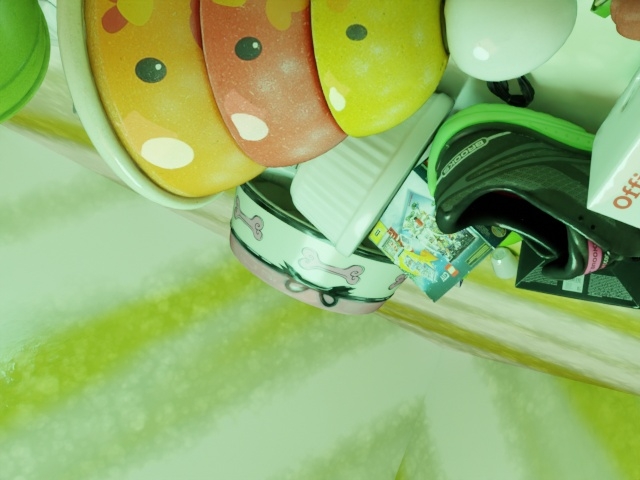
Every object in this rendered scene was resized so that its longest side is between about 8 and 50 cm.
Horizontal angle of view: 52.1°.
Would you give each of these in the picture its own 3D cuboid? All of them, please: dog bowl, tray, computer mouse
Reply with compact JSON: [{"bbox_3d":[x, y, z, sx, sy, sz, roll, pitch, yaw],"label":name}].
[{"bbox_3d":[0.000,0.000,1.320,0.407,0.150,0.408,23,-163,-7],"label":"dog bowl"},{"bbox_3d":[-0.589,-0.437,1.325,0.270,0.030,0.145,16,166,30],"label":"tray"},{"bbox_3d":[0.264,-0.169,0.894,0.071,0.041,0.242,8,157,24],"label":"computer mouse"}]

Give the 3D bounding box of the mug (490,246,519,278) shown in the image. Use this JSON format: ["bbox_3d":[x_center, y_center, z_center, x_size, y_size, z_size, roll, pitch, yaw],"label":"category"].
[{"bbox_3d":[0.416,0.046,1.517,0.078,0.062,0.064,6,153,37],"label":"mug"}]

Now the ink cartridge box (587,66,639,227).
[{"bbox_3d":[0.423,-0.079,0.604,0.278,0.117,0.201,22,143,7],"label":"ink cartridge box"}]

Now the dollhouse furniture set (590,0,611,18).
[{"bbox_3d":[0.197,-0.249,0.538,0.151,0.076,0.058,24,168,-10],"label":"dollhouse furniture set"}]

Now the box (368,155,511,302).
[{"bbox_3d":[0.173,-0.009,1.011,0.159,0.044,0.233,45,155,9],"label":"box"}]

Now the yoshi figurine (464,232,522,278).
[{"bbox_3d":[0.273,-0.032,1.117,0.202,0.204,0.362,-6,165,9],"label":"yoshi figurine"}]

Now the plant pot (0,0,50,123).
[{"bbox_3d":[-0.575,-0.377,0.895,0.366,0.367,0.353,25,156,-10],"label":"plant pot"}]

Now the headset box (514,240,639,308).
[{"bbox_3d":[0.509,0.056,1.101,0.293,0.110,0.218,10,179,-36],"label":"headset box"}]

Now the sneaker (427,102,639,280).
[{"bbox_3d":[0.368,-0.031,0.815,0.482,0.202,0.185,10,159,18],"label":"sneaker"}]

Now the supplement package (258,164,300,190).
[{"bbox_3d":[-0.008,-0.156,1.215,0.244,0.134,0.139,24,169,-5],"label":"supplement package"}]

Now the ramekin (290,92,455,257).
[{"bbox_3d":[0.067,-0.120,0.950,0.127,0.273,0.273,35,169,4],"label":"ramekin"}]

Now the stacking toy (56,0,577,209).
[{"bbox_3d":[0.012,-0.221,0.689,0.479,0.351,0.350,-3,159,22],"label":"stacking toy"}]

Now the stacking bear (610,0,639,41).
[{"bbox_3d":[0.228,-0.236,0.352,0.164,0.175,0.289,-25,133,20],"label":"stacking bear"}]

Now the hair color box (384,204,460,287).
[{"bbox_3d":[0.196,-0.003,1.595,0.338,0.110,0.185,18,169,15],"label":"hair color box"}]

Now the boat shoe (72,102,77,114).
[{"bbox_3d":[-0.538,-0.332,1.608,0.076,0.080,0.228,10,176,-38],"label":"boat shoe"}]
